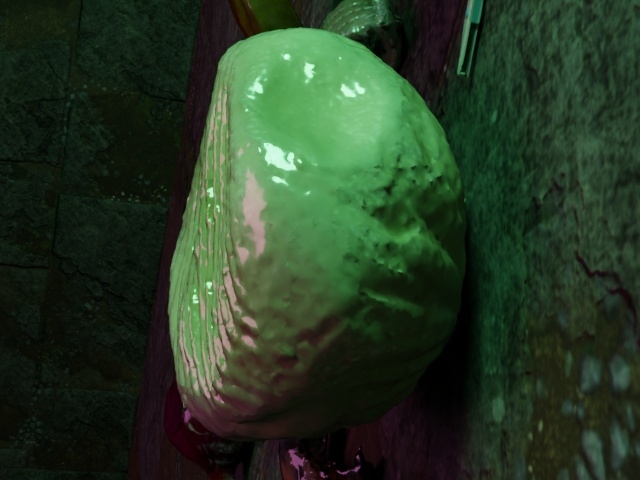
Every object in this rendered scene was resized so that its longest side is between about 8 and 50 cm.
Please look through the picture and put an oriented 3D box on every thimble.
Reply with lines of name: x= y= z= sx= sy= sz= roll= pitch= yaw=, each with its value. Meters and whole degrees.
thimble: x=0.045 y=-0.208 z=1.115 sx=0.110 sy=0.084 sz=0.062 roll=-50 pitch=36 yaw=43

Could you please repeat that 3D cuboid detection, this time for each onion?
onion: x=-0.171 y=0.304 z=1.665 sx=0.195 sy=0.140 sz=0.218 roll=152 pitch=120 yaw=-65

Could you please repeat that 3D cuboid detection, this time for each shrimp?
shrimp: x=0.001 y=0.206 z=1.126 sx=0.222 sy=0.054 sz=0.290 roll=158 pitch=109 yaw=-71

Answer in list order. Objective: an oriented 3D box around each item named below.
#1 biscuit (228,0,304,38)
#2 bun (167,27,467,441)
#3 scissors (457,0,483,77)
biscuit: x=-0.076 y=-0.295 z=1.287 sx=0.394 sy=0.070 sz=0.350 roll=65 pitch=-175 yaw=35
bun: x=0.000 y=0.000 z=0.909 sx=0.352 sy=0.227 sz=0.349 roll=141 pitch=134 yaw=-67
scissors: x=0.132 y=-0.199 z=0.906 sx=0.058 sy=0.014 sz=0.119 roll=-154 pitch=74 yaw=-79
